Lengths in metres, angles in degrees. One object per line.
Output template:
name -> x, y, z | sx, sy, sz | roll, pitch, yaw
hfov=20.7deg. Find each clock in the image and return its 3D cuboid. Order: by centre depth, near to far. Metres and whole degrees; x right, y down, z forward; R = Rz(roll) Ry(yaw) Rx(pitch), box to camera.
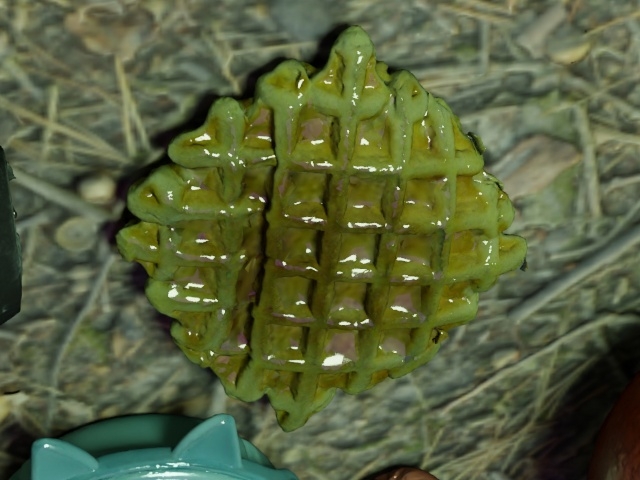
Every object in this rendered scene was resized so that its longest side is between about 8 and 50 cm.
clock -> -0.105, 0.204, 1.074 | 0.223, 0.094, 0.274 | -6, 127, -10

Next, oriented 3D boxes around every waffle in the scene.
waffle -> 0.000, 0.000, 0.962 | 0.208, 0.054, 0.214 | -33, 122, 17

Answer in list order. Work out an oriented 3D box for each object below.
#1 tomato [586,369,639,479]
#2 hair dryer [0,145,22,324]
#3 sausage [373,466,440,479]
tomato -> 0.299, 0.155, 1.091 | 0.335, 0.176, 0.290 | 38, 90, -34
hair dryer -> -0.229, -0.064, 0.767 | 0.189, 0.107, 0.352 | -7, 148, -12
sausage -> 0.081, 0.202, 1.136 | 0.062, 0.062, 0.154 | -33, 127, 12
